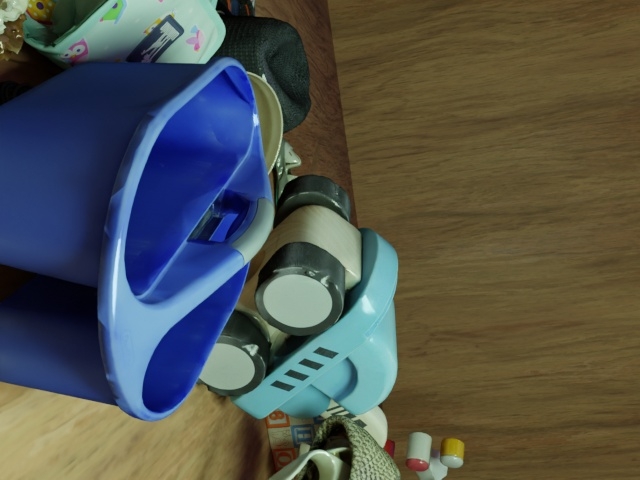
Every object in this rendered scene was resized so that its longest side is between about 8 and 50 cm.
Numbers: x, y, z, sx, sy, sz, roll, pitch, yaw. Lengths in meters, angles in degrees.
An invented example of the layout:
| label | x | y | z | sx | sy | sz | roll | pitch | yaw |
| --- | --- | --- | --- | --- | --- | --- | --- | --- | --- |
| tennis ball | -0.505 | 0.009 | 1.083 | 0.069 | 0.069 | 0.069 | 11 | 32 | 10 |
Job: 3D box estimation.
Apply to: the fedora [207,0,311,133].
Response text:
| label | x | y | z | sx | sy | sz | roll | pitch | yaw |
| --- | --- | --- | --- | --- | --- | --- | --- | --- | --- |
| fedora | -0.102 | -0.237 | 1.042 | 0.334 | 0.152 | 0.334 | -4 | 90 | -75 |

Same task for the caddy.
| label | x | y | z | sx | sy | sz | roll | pitch | yaw |
| --- | --- | --- | --- | --- | --- | --- | --- | --- | --- |
| caddy | -0.130 | -0.016 | 0.567 | 0.341 | 0.179 | 0.241 | -70 | 165 | -59 |

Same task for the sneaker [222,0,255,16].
| label | x | y | z | sx | sy | sz | roll | pitch | yaw |
| --- | --- | --- | --- | --- | --- | --- | --- | --- | --- |
| sneaker | -0.153 | -0.437 | 1.244 | 0.087 | 0.083 | 0.221 | 97 | -6 | -74 |

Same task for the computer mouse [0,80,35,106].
| label | x | y | z | sx | sy | sz | roll | pitch | yaw |
| --- | --- | --- | --- | --- | --- | --- | --- | --- | --- |
| computer mouse | -0.254 | -0.089 | 0.474 | 0.193 | 0.042 | 0.106 | 60 | 29 | -80 |

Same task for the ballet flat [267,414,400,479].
| label | x | y | z | sx | sy | sz | roll | pitch | yaw |
| --- | --- | --- | --- | --- | --- | --- | --- | --- | --- |
| ballet flat | -0.057 | 0.397 | 0.791 | 0.182 | 0.164 | 0.483 | 55 | 43 | -19 |

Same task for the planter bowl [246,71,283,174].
| label | x | y | z | sx | sy | sz | roll | pitch | yaw |
| --- | --- | --- | --- | --- | --- | --- | --- | --- | --- |
| planter bowl | -0.140 | -0.137 | 0.857 | 0.162 | 0.109 | 0.162 | -27 | 128 | -40 |

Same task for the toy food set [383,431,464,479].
| label | x | y | z | sx | sy | sz | roll | pitch | yaw |
| --- | --- | --- | --- | --- | --- | --- | --- | --- | --- |
| toy food set | 0.148 | 0.414 | 1.212 | 0.111 | 0.232 | 0.104 | 30 | 51 | -20 |

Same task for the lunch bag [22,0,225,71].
| label | x | y | z | sx | sy | sz | roll | pitch | yaw |
| --- | --- | --- | --- | --- | --- | --- | --- | --- | --- |
| lunch bag | -0.185 | -0.267 | 0.672 | 0.223 | 0.160 | 0.262 | 30 | 70 | -83 |

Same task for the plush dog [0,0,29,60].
| label | x | y | z | sx | sy | sz | roll | pitch | yaw |
| --- | --- | --- | --- | --- | --- | --- | --- | --- | --- |
| plush dog | -0.230 | -0.253 | 0.450 | 0.225 | 0.211 | 0.262 | 118 | -6 | -83 |

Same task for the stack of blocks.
| label | x | y | z | sx | sy | sz | roll | pitch | yaw |
| --- | --- | --- | --- | --- | --- | --- | --- | --- | --- |
| stack of blocks | 0.005 | 0.366 | 1.244 | 0.087 | 0.171 | 0.297 | -57 | 140 | -75 |

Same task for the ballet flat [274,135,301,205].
| label | x | y | z | sx | sy | sz | roll | pitch | yaw |
| --- | --- | --- | --- | --- | --- | --- | --- | --- | --- |
| ballet flat | -0.068 | -0.146 | 1.498 | 0.072 | 0.068 | 0.213 | 31 | 52 | -78 |

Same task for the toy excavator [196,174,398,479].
| label | x | y | z | sx | sy | sz | roll | pitch | yaw |
| --- | --- | --- | --- | --- | --- | --- | --- | --- | --- |
| toy excavator | 0.010 | 0.199 | 1.008 | 0.445 | 0.433 | 0.222 | 38 | 28 | -19 |
